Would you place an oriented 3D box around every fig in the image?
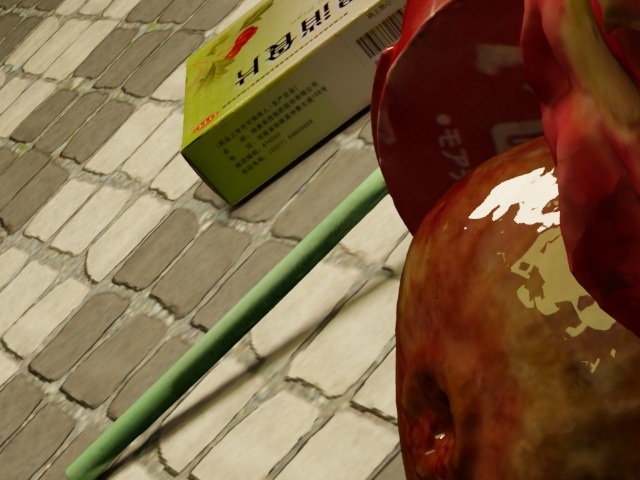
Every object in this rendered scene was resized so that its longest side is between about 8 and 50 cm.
[{"bbox_3d":[0.122,0.052,0.718,0.205,0.205,0.205,-35,24,18],"label":"fig"}]

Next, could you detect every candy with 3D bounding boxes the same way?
[{"bbox_3d":[0.000,0.000,1.114,0.440,0.119,0.119,-43,22,16],"label":"candy"}]

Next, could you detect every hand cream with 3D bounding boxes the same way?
[{"bbox_3d":[0.143,-0.076,0.831,0.230,0.230,0.149,-24,32,37],"label":"hand cream"}]

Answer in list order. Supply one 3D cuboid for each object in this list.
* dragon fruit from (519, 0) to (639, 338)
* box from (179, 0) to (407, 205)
[{"bbox_3d":[0.202,-0.068,0.527,0.249,0.371,0.386,-8,31,42],"label":"dragon fruit"},{"bbox_3d":[0.017,-0.154,1.382,0.260,0.062,0.175,-35,24,15],"label":"box"}]
